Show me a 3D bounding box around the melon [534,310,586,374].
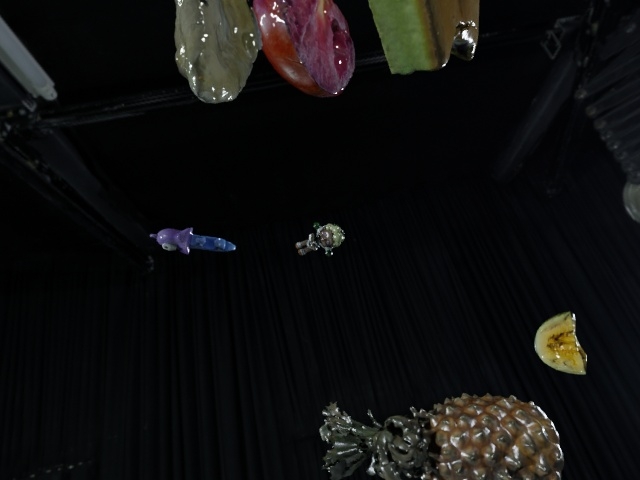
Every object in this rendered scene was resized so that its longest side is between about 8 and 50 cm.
[{"bbox_3d":[0.635,0.274,1.093,0.129,0.160,0.079,-7,-13,11],"label":"melon"}]

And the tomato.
[{"bbox_3d":[-0.065,-0.509,1.034,0.177,0.289,0.335,-8,-25,33],"label":"tomato"}]

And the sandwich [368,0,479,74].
[{"bbox_3d":[0.066,-0.237,0.304,0.063,0.211,0.245,1,14,37],"label":"sandwich"}]

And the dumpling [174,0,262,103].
[{"bbox_3d":[-0.151,-0.308,0.538,0.086,0.331,0.166,-10,-11,16],"label":"dumpling"}]

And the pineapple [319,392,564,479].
[{"bbox_3d":[0.179,0.321,0.641,0.362,0.174,0.175,3,-28,2],"label":"pineapple"}]

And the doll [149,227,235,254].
[{"bbox_3d":[-0.310,0.004,1.005,0.206,0.067,0.110,8,-13,-19],"label":"doll"}]

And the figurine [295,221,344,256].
[{"bbox_3d":[0.000,0.000,1.602,0.197,0.147,0.093,-24,3,0],"label":"figurine"}]
